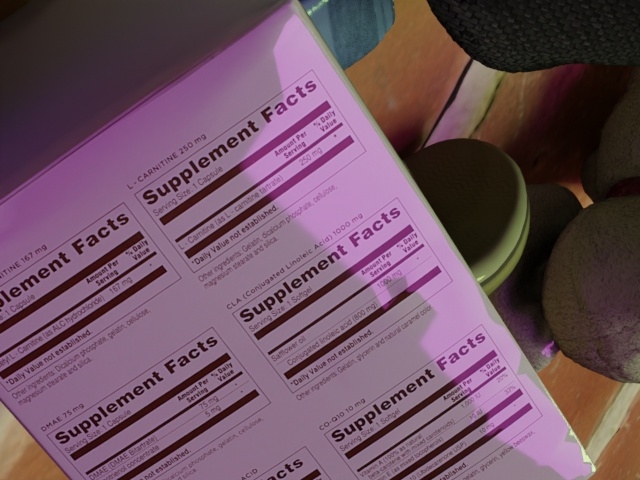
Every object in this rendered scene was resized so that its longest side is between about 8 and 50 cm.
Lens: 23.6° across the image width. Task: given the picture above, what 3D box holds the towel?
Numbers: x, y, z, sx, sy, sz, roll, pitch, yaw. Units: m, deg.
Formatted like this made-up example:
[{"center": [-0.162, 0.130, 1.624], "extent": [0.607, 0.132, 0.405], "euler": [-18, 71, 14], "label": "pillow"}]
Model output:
[{"center": [-0.012, -0.098, 0.753], "extent": [0.119, 0.029, 0.067], "euler": [-41, 144, -24], "label": "towel"}]

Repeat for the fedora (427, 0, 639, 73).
[{"center": [0.113, -0.174, 0.700], "extent": [0.152, 0.334, 0.334], "euler": [-25, 153, 19], "label": "fedora"}]

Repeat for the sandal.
[{"center": [0.000, 0.001, 0.783], "extent": [0.302, 0.120, 0.086], "euler": [-25, 122, -39], "label": "sandal"}]

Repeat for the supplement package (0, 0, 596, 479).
[{"center": [-0.036, 0.009, 0.569], "extent": [0.149, 0.194, 0.203], "euler": [-34, 115, 2], "label": "supplement package"}]

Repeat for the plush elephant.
[{"center": [0.245, 0.002, 0.974], "extent": [0.330, 0.272, 0.255], "euler": [35, 74, -29], "label": "plush elephant"}]
